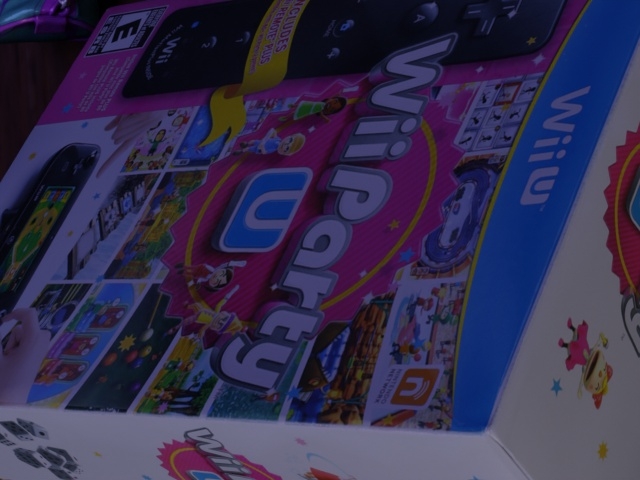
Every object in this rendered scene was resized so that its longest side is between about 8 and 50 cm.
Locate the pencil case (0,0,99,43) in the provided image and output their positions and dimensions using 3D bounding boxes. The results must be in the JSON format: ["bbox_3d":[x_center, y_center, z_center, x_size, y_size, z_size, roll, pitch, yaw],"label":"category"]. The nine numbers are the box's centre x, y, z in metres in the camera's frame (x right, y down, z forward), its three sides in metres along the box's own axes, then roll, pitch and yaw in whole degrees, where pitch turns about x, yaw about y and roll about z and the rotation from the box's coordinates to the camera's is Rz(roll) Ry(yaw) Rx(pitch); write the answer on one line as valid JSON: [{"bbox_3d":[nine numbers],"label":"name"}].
[{"bbox_3d":[-0.137,-0.173,0.938,0.070,0.064,0.151,-4,82,57],"label":"pencil case"}]

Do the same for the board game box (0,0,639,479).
[{"bbox_3d":[0.000,0.000,0.709,0.303,0.097,0.224,-2,51,40],"label":"board game box"}]
